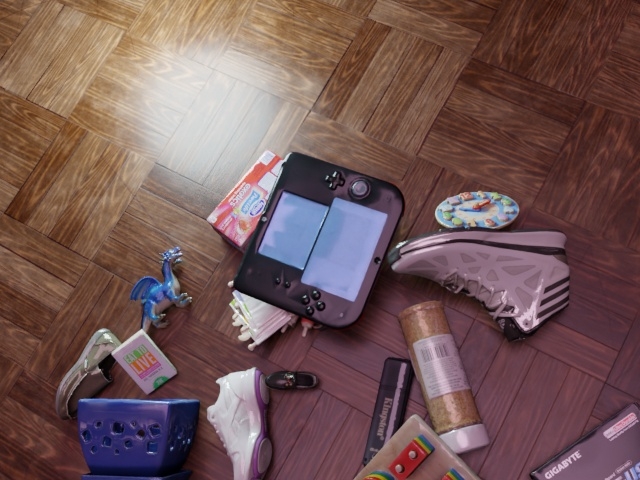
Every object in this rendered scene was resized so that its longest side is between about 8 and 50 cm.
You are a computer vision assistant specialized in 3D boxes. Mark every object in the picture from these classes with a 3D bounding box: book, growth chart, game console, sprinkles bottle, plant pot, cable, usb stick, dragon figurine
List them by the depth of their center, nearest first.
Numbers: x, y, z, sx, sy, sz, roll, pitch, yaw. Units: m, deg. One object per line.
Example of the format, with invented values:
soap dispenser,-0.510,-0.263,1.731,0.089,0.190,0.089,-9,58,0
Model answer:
sprinkles bottle,0.288,0.325,1.793,0.121,0.121,0.355,-17,69,4
plant pot,-0.432,0.486,1.815,0.236,0.236,0.212,-2,78,9
usb stick,0.164,0.418,1.823,0.077,0.045,0.278,10,74,17
game console,0.000,0.000,1.872,0.342,0.060,0.386,21,82,12
book,-0.449,0.311,1.934,0.096,0.035,0.144,-37,111,-3
growth chart,-0.158,0.154,1.943,0.172,0.021,0.237,-33,50,7
cable,-0.021,0.113,1.943,0.140,0.072,0.287,15,76,18
dragon figurine,-0.442,0.152,2.000,0.144,0.085,0.289,40,82,20

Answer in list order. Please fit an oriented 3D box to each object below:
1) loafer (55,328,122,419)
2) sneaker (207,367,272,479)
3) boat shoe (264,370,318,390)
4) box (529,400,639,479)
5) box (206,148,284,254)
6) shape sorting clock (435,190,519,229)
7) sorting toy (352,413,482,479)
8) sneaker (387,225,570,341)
loafer,-0.591,0.351,1.954,0.087,0.094,0.251,21,76,20
sneaker,-0.200,0.468,1.850,0.152,0.114,0.305,-10,62,15
boat shoe,-0.071,0.343,1.867,0.133,0.042,0.048,3,71,-13
box,0.670,0.559,1.674,0.296,0.073,0.293,-33,70,-3
box,-0.161,-0.095,2.014,0.128,0.122,0.257,36,81,19
shape sorting clock,0.391,-0.075,1.897,0.206,0.206,0.040,-6,115,8
sorting toy,0.209,0.571,1.680,0.257,0.089,0.255,44,109,19
sneaker,0.388,0.110,1.789,0.448,0.169,0.257,-2,72,-8
